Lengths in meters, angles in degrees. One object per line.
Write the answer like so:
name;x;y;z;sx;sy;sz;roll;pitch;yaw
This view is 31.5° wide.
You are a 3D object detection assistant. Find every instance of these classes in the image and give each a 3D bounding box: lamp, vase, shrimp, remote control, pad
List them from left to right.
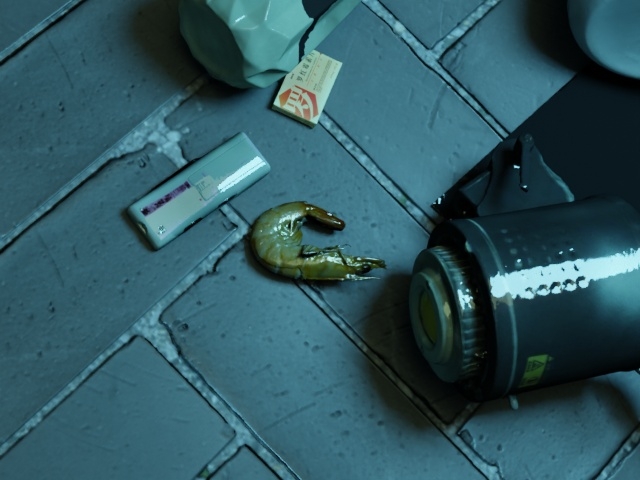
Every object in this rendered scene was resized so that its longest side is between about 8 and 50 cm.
remote control;-0.139;-0.061;1.298;0.166;0.029;0.065;-36;86;-21
shrimp;-0.001;0.004;1.315;0.162;0.045;0.095;8;51;-7
vase;-0.001;-0.325;1.357;0.360;0.165;0.165;-40;86;-26
lamp;0.240;0.073;1.254;0.272;0.205;0.374;-28;66;-23
pad;0.344;-0.063;1.436;0.367;0.007;0.247;-41;87;-21

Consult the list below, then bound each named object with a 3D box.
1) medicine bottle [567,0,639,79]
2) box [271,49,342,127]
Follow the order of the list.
medicine bottle;0.436;-0.385;1.431;0.245;0.245;0.306;13;62;-10
box;-0.016;-0.188;1.376;0.058;0.015;0.093;25;68;-7
